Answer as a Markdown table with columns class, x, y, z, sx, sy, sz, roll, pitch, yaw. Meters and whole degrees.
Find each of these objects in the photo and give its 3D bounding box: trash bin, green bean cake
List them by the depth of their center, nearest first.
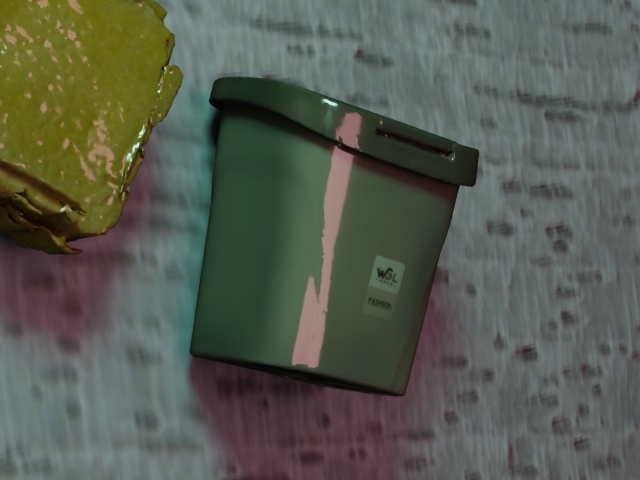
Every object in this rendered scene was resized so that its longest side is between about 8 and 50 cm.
| class | x | y | z | sx | sy | sz | roll | pitch | yaw |
| --- | --- | --- | --- | --- | --- | --- | --- | --- | --- |
| green bean cake | -0.246 | -0.124 | 1.335 | 0.224 | 0.131 | 0.229 | 32 | 63 | -33 |
| trash bin | 0.000 | 0.000 | 1.470 | 0.220 | 0.219 | 0.250 | 16 | 82 | -33 |
